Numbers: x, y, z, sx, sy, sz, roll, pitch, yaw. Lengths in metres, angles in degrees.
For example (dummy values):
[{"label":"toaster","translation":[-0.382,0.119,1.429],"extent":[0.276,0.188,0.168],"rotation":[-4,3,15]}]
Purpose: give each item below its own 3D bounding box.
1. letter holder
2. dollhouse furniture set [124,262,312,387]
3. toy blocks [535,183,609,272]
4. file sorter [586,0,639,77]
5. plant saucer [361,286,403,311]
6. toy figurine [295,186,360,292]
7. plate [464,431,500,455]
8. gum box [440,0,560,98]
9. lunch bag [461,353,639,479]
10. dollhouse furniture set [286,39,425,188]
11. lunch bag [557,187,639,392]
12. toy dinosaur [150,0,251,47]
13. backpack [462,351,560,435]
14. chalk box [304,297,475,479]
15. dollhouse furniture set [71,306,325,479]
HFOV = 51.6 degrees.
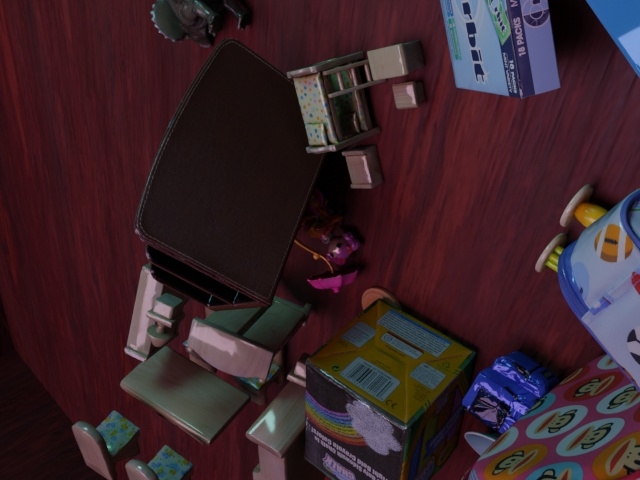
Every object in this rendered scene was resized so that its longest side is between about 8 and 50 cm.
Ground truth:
[{"label":"letter holder","translation":[-0.138,-0.086,0.900],"extent":[0.214,0.302,0.152],"rotation":[32,155,-29]},{"label":"dollhouse furniture set","translation":[-0.140,0.165,1.166],"extent":[0.355,0.303,0.174],"rotation":[22,112,11]},{"label":"toy blocks","translation":[0.315,0.028,0.695],"extent":[0.148,0.054,0.123],"rotation":[39,137,27]},{"label":"file sorter","translation":[0.286,-0.230,0.525],"extent":[0.170,0.104,0.118],"rotation":[58,144,5]},{"label":"plant saucer","translation":[0.096,0.112,1.041],"extent":[0.083,0.013,0.083],"rotation":[28,131,38]},{"label":"toy figurine","translation":[0.000,0.000,1.032],"extent":[0.159,0.130,0.173],"rotation":[40,115,6]},{"label":"plate","translation":[0.280,0.307,0.889],"extent":[0.188,0.024,0.188],"rotation":[34,162,13]},{"label":"gum box","translation":[0.164,-0.225,0.645],"extent":[0.184,0.041,0.157],"rotation":[-110,5,-73]},{"label":"lunch bag","translation":[0.281,0.199,0.647],"extent":[0.258,0.293,0.120],"rotation":[-31,87,57]},{"label":"dollhouse furniture set","translation":[0.058,-0.146,0.850],"extent":[0.161,0.101,0.182],"rotation":[4,115,49]},{"label":"lunch bag","translation":[0.359,0.073,0.525],"extent":[0.303,0.243,0.115],"rotation":[54,142,20]},{"label":"toy dinosaur","translation":[-0.182,-0.396,0.964],"extent":[0.160,0.121,0.313],"rotation":[29,138,18]},{"label":"backpack","translation":[0.259,0.207,0.840],"extent":[0.120,0.098,0.101],"rotation":[38,117,31]},{"label":"chalk box","translation":[0.096,0.272,0.997],"extent":[0.180,0.179,0.289],"rotation":[28,135,30]},{"label":"dollhouse furniture set","translation":[-0.177,0.286,1.171],"extent":[0.394,0.362,0.256],"rotation":[24,136,24]}]
